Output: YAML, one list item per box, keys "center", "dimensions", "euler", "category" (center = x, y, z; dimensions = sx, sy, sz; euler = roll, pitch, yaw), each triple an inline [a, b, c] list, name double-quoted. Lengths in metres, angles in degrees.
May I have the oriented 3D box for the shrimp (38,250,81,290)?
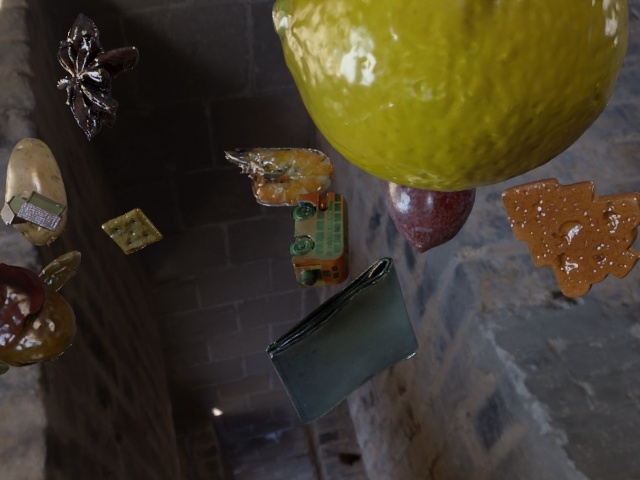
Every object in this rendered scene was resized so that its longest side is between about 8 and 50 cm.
- center: [-0.529, 0.084, 1.230]
  dimensions: [0.180, 0.041, 0.099]
  euler: [-43, -178, 22]
  category: "shrimp"

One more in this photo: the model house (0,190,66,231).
- center: [-0.448, -0.039, 0.981]
  dimensions: [0.083, 0.058, 0.057]
  euler: [26, 123, -21]
  category: "model house"

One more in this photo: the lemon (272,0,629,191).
- center: [0.134, -0.203, 0.645]
  dimensions: [0.336, 0.336, 0.336]
  euler: [-12, 149, -7]
  category: "lemon"

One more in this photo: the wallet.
- center: [0.054, 0.197, 1.182]
  dimensions: [0.290, 0.054, 0.251]
  euler: [-36, 132, -17]
  category: "wallet"

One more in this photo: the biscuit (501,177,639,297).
- center: [0.528, -0.030, 1.351]
  dimensions: [0.043, 0.306, 0.283]
  euler: [-38, 157, -47]
  category: "biscuit"

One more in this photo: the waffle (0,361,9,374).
- center: [-0.780, 0.166, 1.369]
  dimensions: [0.056, 0.309, 0.292]
  euler: [-23, -177, 30]
  category: "waffle"

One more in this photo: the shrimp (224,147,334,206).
- center: [-0.108, -0.145, 1.396]
  dimensions: [0.317, 0.164, 0.062]
  euler: [15, 145, 34]
  category: "shrimp"

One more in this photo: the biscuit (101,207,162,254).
- center: [-0.349, -0.016, 1.175]
  dimensions: [0.083, 0.018, 0.081]
  euler: [-23, 127, 10]
  category: "biscuit"

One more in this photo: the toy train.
- center: [0.000, 0.000, 1.072]
  dimensions: [0.099, 0.188, 0.072]
  euler: [-3, 137, 4]
  category: "toy train"

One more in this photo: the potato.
- center: [-0.625, -0.106, 1.376]
  dimensions: [0.128, 0.234, 0.161]
  euler: [-4, -172, -41]
  category: "potato"

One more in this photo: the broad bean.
- center: [-0.514, 0.117, 1.035]
  dimensions: [0.229, 0.156, 0.122]
  euler: [27, 119, -2]
  category: "broad bean"

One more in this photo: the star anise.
- center: [-0.491, -0.350, 1.361]
  dimensions: [0.129, 0.283, 0.212]
  euler: [-17, 138, -45]
  category: "star anise"

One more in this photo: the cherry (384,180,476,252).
- center: [0.283, -0.111, 1.633]
  dimensions: [0.230, 0.203, 0.300]
  euler: [-3, 103, -26]
  category: "cherry"
